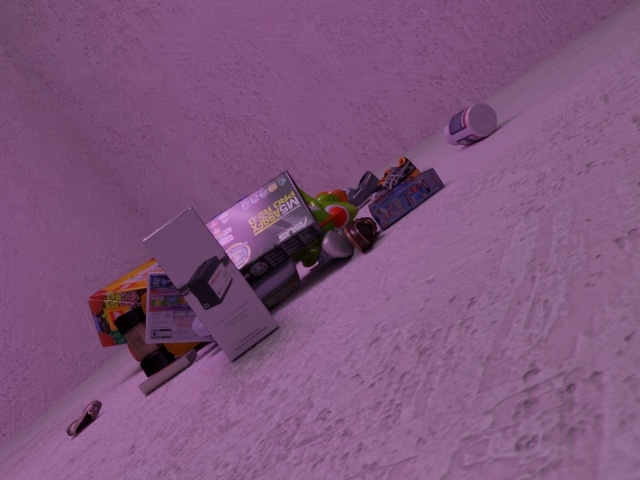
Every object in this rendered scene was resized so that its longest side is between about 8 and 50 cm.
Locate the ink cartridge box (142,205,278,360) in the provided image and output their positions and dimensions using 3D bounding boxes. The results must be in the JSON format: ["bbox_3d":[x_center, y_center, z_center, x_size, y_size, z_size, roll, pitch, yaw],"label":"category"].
[{"bbox_3d":[-0.241,0.091,1.363,0.129,0.307,0.223,-36,5,-9],"label":"ink cartridge box"}]

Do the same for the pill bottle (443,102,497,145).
[{"bbox_3d":[0.468,-0.362,1.979,0.108,0.108,0.180,-37,6,-16],"label":"pill bottle"}]

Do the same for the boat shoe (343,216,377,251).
[{"bbox_3d":[0.102,-0.025,1.507,0.073,0.073,0.207,-36,6,8],"label":"boat shoe"}]

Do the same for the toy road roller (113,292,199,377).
[{"bbox_3d":[-0.417,0.231,1.842,0.329,0.202,0.240,-35,-5,16],"label":"toy road roller"}]

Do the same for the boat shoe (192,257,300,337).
[{"bbox_3d":[-0.175,0.156,1.557,0.302,0.094,0.109,-35,32,-10],"label":"boat shoe"}]

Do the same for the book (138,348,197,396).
[{"bbox_3d":[-0.394,0.338,1.622,0.144,0.035,0.096,-35,3,3],"label":"book"}]

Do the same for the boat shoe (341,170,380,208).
[{"bbox_3d":[0.116,-0.162,2.423,0.319,0.099,0.116,-38,7,-29],"label":"boat shoe"}]

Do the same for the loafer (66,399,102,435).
[{"bbox_3d":[-0.667,0.510,1.781,0.039,0.045,0.125,-8,29,39],"label":"loafer"}]

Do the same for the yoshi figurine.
[{"bbox_3d":[-0.034,-0.034,1.753,0.203,0.204,0.362,-67,-12,19],"label":"yoshi figurine"}]

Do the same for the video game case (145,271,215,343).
[{"bbox_3d":[-0.346,0.170,1.601,0.201,0.183,0.023,-2,-13,1],"label":"video game case"}]

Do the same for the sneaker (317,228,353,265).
[{"bbox_3d":[0.027,0.029,1.560,0.094,0.080,0.212,-40,-5,10],"label":"sneaker"}]

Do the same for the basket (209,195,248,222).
[{"bbox_3d":[-0.237,0.006,2.132,0.255,0.289,0.201,-24,17,48],"label":"basket"}]

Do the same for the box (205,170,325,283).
[{"bbox_3d":[-0.149,-0.027,1.569,0.270,0.060,0.216,-33,47,5],"label":"box"}]

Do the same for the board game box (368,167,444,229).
[{"bbox_3d":[0.221,-0.114,1.626,0.194,0.060,0.194,-33,6,7],"label":"board game box"}]

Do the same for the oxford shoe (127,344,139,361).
[{"bbox_3d":[-0.617,0.351,2.366,0.133,0.130,0.363,-28,7,11],"label":"oxford shoe"}]

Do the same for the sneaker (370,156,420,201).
[{"bbox_3d":[0.244,-0.207,2.149,0.215,0.083,0.084,-39,8,-24],"label":"sneaker"}]

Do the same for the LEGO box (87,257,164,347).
[{"bbox_3d":[-0.554,0.192,2.327,0.373,0.193,0.500,-10,12,14],"label":"LEGO box"}]
